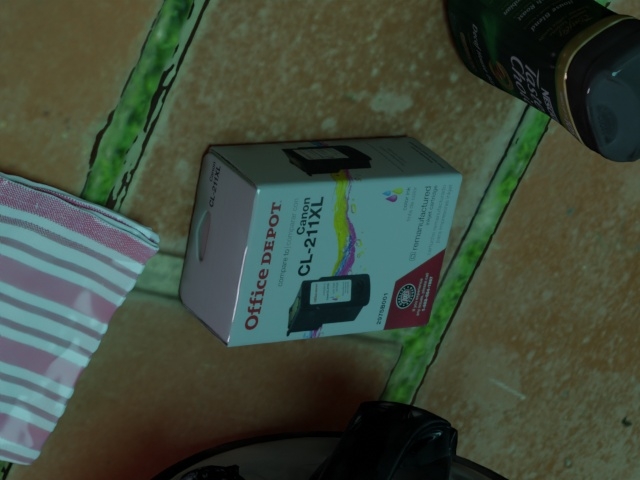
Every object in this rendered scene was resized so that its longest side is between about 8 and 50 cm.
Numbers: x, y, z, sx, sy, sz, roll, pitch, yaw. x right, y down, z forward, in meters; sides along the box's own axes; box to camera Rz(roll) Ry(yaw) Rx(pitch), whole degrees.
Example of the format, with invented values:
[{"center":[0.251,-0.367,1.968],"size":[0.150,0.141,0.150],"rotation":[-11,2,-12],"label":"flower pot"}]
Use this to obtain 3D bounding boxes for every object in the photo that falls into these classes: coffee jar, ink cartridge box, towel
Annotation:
[{"center":[0.170,-0.128,1.355],"size":[0.079,0.184,0.096],"rotation":[-34,129,-14],"label":"coffee jar"},{"center":[0.000,0.000,1.388],"size":[0.175,0.072,0.127],"rotation":[-5,119,-33],"label":"ink cartridge box"},{"center":[-0.208,0.057,1.308],"size":[0.144,0.029,0.197],"rotation":[22,102,-40],"label":"towel"}]

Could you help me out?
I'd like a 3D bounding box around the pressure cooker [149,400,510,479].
[{"center":[0.008,0.333,1.390],"size":[0.375,0.370,0.420],"rotation":[-8,119,-25],"label":"pressure cooker"}]
